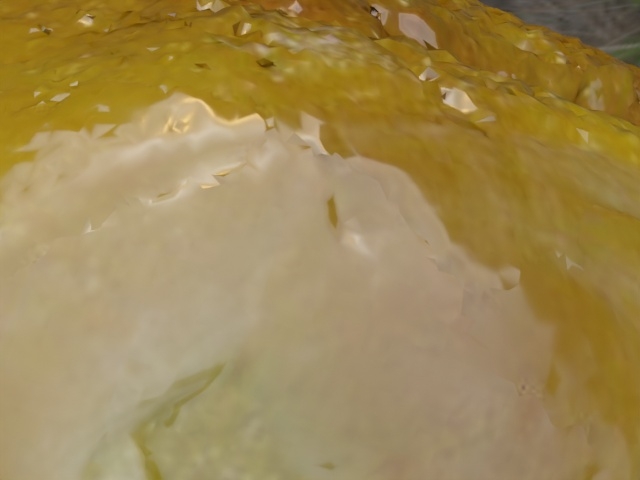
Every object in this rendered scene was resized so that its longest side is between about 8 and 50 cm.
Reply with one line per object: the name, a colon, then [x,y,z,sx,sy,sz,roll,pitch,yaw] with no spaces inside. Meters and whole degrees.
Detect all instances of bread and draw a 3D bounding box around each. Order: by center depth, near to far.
bread: [0.004,-0.007,0.502,0.328,0.337,0.148,20,102,-30]
